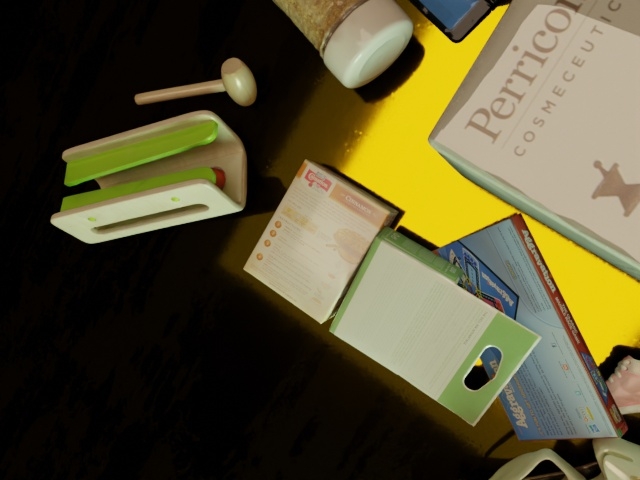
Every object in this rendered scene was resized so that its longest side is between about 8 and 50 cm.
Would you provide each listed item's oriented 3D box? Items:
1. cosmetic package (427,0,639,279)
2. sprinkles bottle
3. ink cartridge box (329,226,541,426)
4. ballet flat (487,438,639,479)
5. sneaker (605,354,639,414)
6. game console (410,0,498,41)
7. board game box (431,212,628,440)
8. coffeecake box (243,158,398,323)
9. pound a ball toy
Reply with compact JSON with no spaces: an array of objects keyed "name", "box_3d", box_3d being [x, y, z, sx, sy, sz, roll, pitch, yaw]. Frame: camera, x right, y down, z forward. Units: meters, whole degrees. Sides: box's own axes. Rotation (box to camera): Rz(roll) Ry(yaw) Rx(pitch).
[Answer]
[{"name":"cosmetic package","box_3d":[0.371,-0.119,0.536,0.394,0.327,0.329,33,103,14]},{"name":"sprinkles bottle","box_3d":[-0.029,-0.376,0.758,0.121,0.121,0.355,-41,80,16]},{"name":"ink cartridge box","box_3d":[0.146,0.113,0.742,0.235,0.056,0.171,31,118,13]},{"name":"ballet flat","box_3d":[0.324,0.308,0.686,0.343,0.116,0.124,-24,99,23]},{"name":"sneaker","box_3d":[0.373,0.184,0.701,0.135,0.051,0.070,-16,76,24]},{"name":"game console","box_3d":[0.174,-0.346,0.722,0.071,0.107,0.122,-40,80,-13]},{"name":"board game box","box_3d":[0.254,0.118,0.705,0.145,0.027,0.281,-30,83,51]},{"name":"coffeecake box","box_3d":[0.000,0.000,0.797,0.142,0.068,0.185,34,103,14]},{"name":"pound a ball toy","box_3d":[-0.232,-0.123,0.851,0.320,0.136,0.208,-11,64,18]}]
